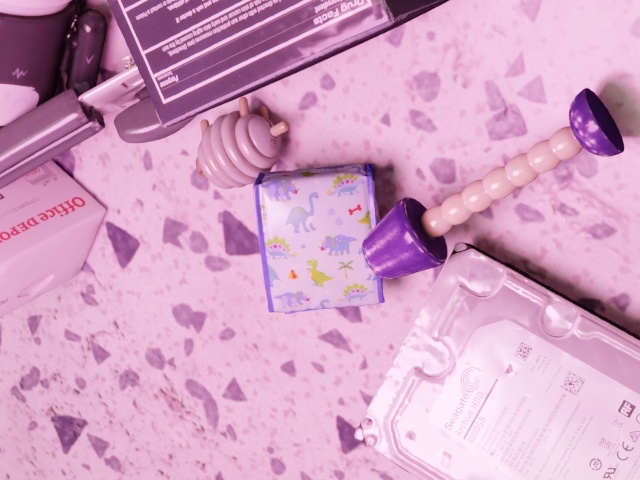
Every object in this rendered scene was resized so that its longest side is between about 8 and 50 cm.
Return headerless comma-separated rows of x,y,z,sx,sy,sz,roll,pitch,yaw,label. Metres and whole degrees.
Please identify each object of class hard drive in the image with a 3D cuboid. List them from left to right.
0.230,0.180,1.347,0.339,0.064,0.237,31,96,20,hard drive

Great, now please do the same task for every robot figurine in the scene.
-0.373,-0.243,1.552,0.173,0.209,0.278,52,133,40,robot figurine

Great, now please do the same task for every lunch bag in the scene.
0.000,0.000,1.435,0.129,0.096,0.151,-5,101,4,lunch bag

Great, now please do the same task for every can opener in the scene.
-0.273,-0.127,1.526,0.280,0.074,0.093,-24,72,11,can opener

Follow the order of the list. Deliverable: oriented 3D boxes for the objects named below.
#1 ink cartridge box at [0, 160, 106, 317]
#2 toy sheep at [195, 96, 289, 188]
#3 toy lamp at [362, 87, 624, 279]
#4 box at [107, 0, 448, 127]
-0.432,-0.055,1.636,0.283,0.207,0.117,41,126,12,ink cartridge box
-0.087,-0.103,1.479,0.132,0.091,0.091,-28,92,37,toy sheep
0.161,-0.045,1.319,0.274,0.080,0.080,-31,91,26,toy lamp
-0.064,-0.307,1.322,0.296,0.183,0.294,-19,97,34,box
